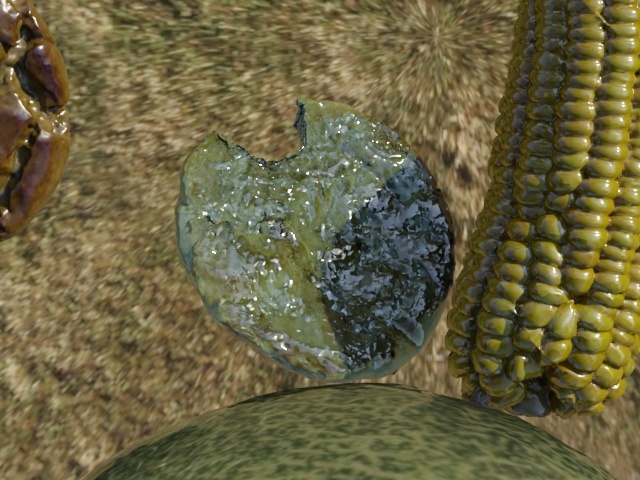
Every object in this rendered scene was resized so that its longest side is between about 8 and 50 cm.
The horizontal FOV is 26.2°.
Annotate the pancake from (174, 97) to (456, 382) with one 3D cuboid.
[{"bbox_3d":[0.000,0.000,1.104,0.254,0.037,0.253,10,62,-20],"label":"pancake"}]

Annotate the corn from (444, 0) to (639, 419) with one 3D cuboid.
[{"bbox_3d":[0.133,-0.062,0.679,0.102,0.102,0.313,11,98,3],"label":"corn"}]

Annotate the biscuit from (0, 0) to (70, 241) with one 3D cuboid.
[{"bbox_3d":[-0.264,-0.083,0.847,0.226,0.042,0.226,-3,102,-14],"label":"biscuit"}]

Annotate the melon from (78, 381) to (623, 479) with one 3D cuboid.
[{"bbox_3d":[0.010,0.171,0.337,0.249,0.329,0.248,-2,109,-6],"label":"melon"}]
